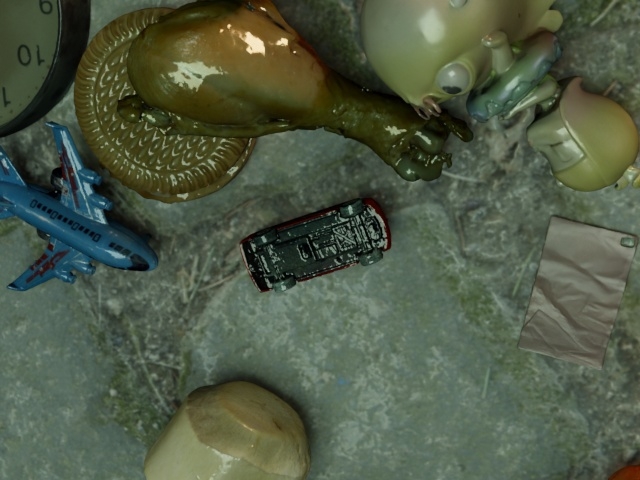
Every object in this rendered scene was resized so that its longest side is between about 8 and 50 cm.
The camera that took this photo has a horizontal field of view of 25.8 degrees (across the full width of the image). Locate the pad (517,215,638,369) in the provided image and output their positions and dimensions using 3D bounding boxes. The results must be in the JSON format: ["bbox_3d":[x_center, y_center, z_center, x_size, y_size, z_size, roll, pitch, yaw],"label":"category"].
[{"bbox_3d":[0.324,0.067,1.764,0.113,0.006,0.188,14,111,9],"label":"pad"}]

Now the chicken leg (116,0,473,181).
[{"bbox_3d":[-0.020,-0.170,1.662,0.429,0.201,0.153,19,148,-17],"label":"chicken leg"}]

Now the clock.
[{"bbox_3d":[-0.491,-0.310,1.819,0.386,0.076,0.386,4,107,13],"label":"clock"}]

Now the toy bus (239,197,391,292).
[{"bbox_3d":[0.000,0.000,1.781,0.195,0.089,0.081,-18,102,20],"label":"toy bus"}]

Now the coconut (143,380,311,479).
[{"bbox_3d":[-0.128,0.306,1.855,0.202,0.202,0.222,31,110,3],"label":"coconut"}]

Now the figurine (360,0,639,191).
[{"bbox_3d":[0.243,-0.209,1.626,0.394,0.226,0.274,43,84,-8],"label":"figurine"}]

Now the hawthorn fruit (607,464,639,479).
[{"bbox_3d":[0.408,0.351,1.776,0.128,0.128,0.128,4,108,13],"label":"hawthorn fruit"}]

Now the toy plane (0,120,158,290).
[{"bbox_3d":[-0.333,-0.025,1.851,0.271,0.105,0.254,22,115,5],"label":"toy plane"}]

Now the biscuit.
[{"bbox_3d":[-0.197,-0.171,1.786,0.259,0.079,0.259,4,107,12],"label":"biscuit"}]
